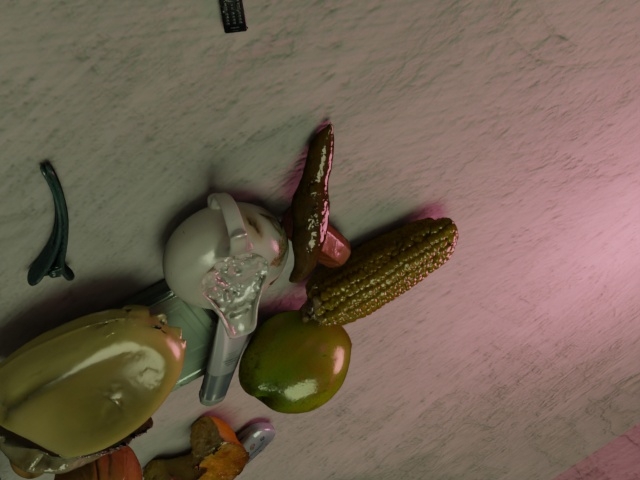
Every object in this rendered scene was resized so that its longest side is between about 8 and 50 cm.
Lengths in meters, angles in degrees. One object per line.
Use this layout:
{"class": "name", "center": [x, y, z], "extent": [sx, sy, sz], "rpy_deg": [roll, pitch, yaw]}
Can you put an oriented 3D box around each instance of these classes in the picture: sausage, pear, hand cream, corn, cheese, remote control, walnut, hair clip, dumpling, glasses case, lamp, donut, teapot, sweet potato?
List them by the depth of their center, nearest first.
{"class": "remote control", "center": [-0.114, -0.303, 1.215], "extent": [0.034, 0.016, 0.091], "rpy_deg": [-6, 142, 0]}
{"class": "hair clip", "center": [-0.386, -0.025, 1.385], "extent": [0.070, 0.039, 0.229], "rpy_deg": [-7, 135, -25]}
{"class": "sweet potato", "center": [-0.014, -0.058, 1.493], "extent": [0.067, 0.067, 0.273], "rpy_deg": [-3, 114, -29]}
{"class": "teapot", "center": [-0.146, 0.028, 1.502], "extent": [0.204, 0.139, 0.298], "rpy_deg": [-16, 143, -9]}
{"class": "cheese", "center": [-0.359, 0.222, 1.543], "extent": [0.316, 0.128, 0.259], "rpy_deg": [-36, 140, 7]}
{"class": "sausage", "center": [0.001, 0.000, 1.617], "extent": [0.065, 0.065, 0.169], "rpy_deg": [-36, 143, 13]}
{"class": "lamp", "center": [-0.301, 0.190, 1.684], "extent": [0.267, 0.047, 0.269], "rpy_deg": [-29, 143, 0]}
{"class": "hand cream", "center": [-0.170, 0.199, 1.696], "extent": [0.079, 0.048, 0.255], "rpy_deg": [-23, 148, -39]}
{"class": "corn", "center": [0.103, 0.057, 1.706], "extent": [0.322, 0.119, 0.119], "rpy_deg": [-28, 144, 2]}
{"class": "dumpling", "center": [-0.446, 0.367, 1.713], "extent": [0.332, 0.166, 0.086], "rpy_deg": [1, 118, -32]}
{"class": "pear", "center": [-0.051, 0.227, 1.750], "extent": [0.220, 0.187, 0.187], "rpy_deg": [-32, 156, -46]}
{"class": "walnut", "center": [-0.422, 0.456, 1.821], "extent": [0.165, 0.197, 0.165], "rpy_deg": [-4, 117, -8]}
{"class": "donut", "center": [-0.248, 0.473, 2.019], "extent": [0.259, 0.101, 0.152], "rpy_deg": [-42, 141, 20]}
{"class": "glasses case", "center": [-0.169, 0.457, 2.093], "extent": [0.067, 0.045, 0.178], "rpy_deg": [19, 125, -43]}

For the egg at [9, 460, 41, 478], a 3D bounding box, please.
{"class": "egg", "center": [-0.536, 0.403, 1.776], "extent": [0.080, 0.080, 0.096], "rpy_deg": [-3, 133, -29]}
